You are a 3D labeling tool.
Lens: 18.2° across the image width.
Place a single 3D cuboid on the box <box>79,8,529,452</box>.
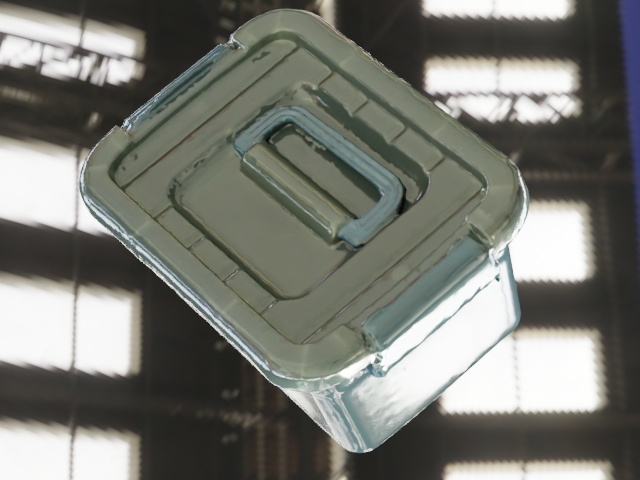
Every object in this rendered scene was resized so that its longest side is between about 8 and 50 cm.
[{"bbox_3d":[0.000,0.000,0.476,0.074,0.054,0.099,-41,-127,-12],"label":"box"}]
